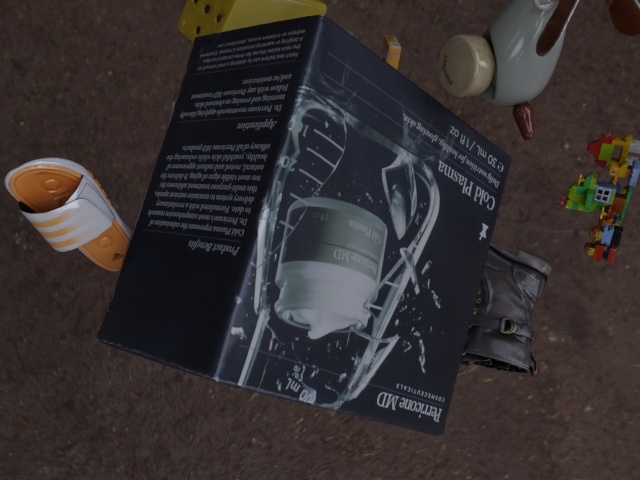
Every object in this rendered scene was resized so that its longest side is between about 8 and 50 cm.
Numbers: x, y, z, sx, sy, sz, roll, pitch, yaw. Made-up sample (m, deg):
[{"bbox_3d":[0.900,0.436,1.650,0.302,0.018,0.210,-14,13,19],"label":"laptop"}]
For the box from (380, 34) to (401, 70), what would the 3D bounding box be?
[{"bbox_3d":[0.134,-0.336,1.550,0.028,0.136,0.081,4,30,-5],"label":"box"}]

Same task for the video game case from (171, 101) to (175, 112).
[{"bbox_3d":[-0.234,-0.168,1.556,0.190,0.022,0.173,26,61,-50],"label":"video game case"}]

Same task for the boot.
[{"bbox_3d":[0.283,0.113,1.386,0.263,0.091,0.228,15,68,20],"label":"boot"}]

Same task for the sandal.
[{"bbox_3d":[-0.328,-0.015,1.076,0.102,0.265,0.076,-26,51,7],"label":"sandal"}]

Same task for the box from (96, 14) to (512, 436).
[{"bbox_3d":[0.000,0.000,1.154,0.480,0.298,0.471,24,79,-42],"label":"box"}]

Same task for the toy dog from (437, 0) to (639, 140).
[{"bbox_3d":[0.290,-0.248,0.952,0.220,0.333,0.160,-20,75,-13],"label":"toy dog"}]

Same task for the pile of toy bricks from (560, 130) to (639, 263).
[{"bbox_3d":[0.454,-0.068,1.273,0.105,0.212,0.118,13,38,16],"label":"pile of toy bricks"}]

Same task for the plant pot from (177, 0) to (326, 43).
[{"bbox_3d":[-0.156,-0.439,1.534,0.187,0.212,0.212,5,32,-46],"label":"plant pot"}]
